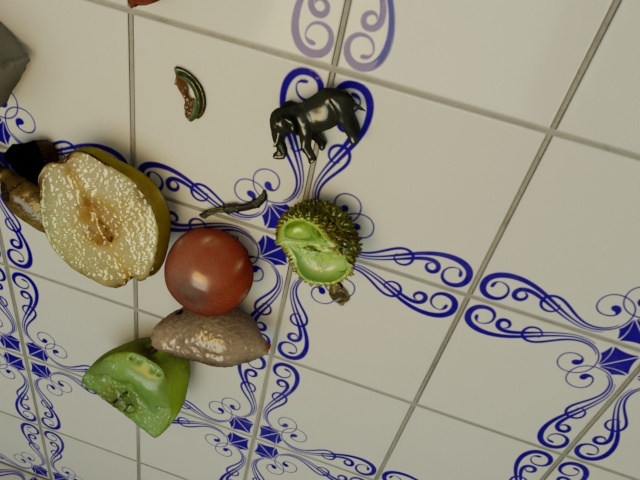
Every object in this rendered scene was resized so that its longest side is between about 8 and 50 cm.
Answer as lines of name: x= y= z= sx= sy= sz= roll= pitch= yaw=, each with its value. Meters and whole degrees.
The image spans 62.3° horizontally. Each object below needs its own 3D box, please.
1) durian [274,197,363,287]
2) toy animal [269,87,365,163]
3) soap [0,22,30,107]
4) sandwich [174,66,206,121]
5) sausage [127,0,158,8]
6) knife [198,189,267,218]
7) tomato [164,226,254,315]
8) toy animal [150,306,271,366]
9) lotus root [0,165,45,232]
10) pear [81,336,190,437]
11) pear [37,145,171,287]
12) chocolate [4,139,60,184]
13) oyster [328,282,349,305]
durian: x=-0.002 y=-0.003 z=1.366 sx=0.237 sy=0.176 sz=0.200 roll=48 pitch=133 yaw=-10
toy animal: x=-0.018 y=-0.270 z=1.240 sx=0.245 sy=0.114 sz=0.146 roll=-27 pitch=121 yaw=7
soap: x=-0.960 y=-0.481 z=1.245 sx=0.435 sy=0.350 sz=0.213 roll=41 pitch=117 yaw=-14
sandwich: x=-0.322 y=-0.363 z=1.307 sx=0.067 sy=0.029 sz=0.135 roll=-8 pitch=120 yaw=21
sausage: x=-0.359 y=-0.606 z=1.085 sx=0.148 sy=0.148 sz=0.254 roll=25 pitch=125 yaw=-1
knife: x=-0.240 y=-0.091 z=1.473 sx=0.222 sy=0.021 sz=0.045 roll=-16 pitch=118 yaw=21
tomato: x=-0.315 y=0.089 z=1.503 sx=0.256 sy=0.224 sz=0.255 roll=14 pitch=134 yaw=15
toy animal: x=-0.319 y=0.279 z=1.628 sx=0.358 sy=0.226 sz=0.188 roll=15 pitch=115 yaw=6
lotus root: x=-0.854 y=-0.122 z=1.571 sx=0.260 sy=0.128 sz=0.145 roll=48 pitch=164 yaw=-16
pear: x=-0.592 y=0.457 z=1.842 sx=0.342 sy=0.238 sz=0.318 roll=39 pitch=114 yaw=-4
pear: x=-0.573 y=-0.076 z=1.473 sx=0.340 sy=0.191 sz=0.386 roll=-16 pitch=105 yaw=16
chocolate: x=-0.810 y=-0.240 z=1.514 sx=0.149 sy=0.080 sz=0.125 roll=29 pitch=116 yaw=5
oyster: x=0.048 y=0.154 z=1.547 sx=0.051 sy=0.034 sz=0.093 roll=-33 pitch=105 yaw=24
